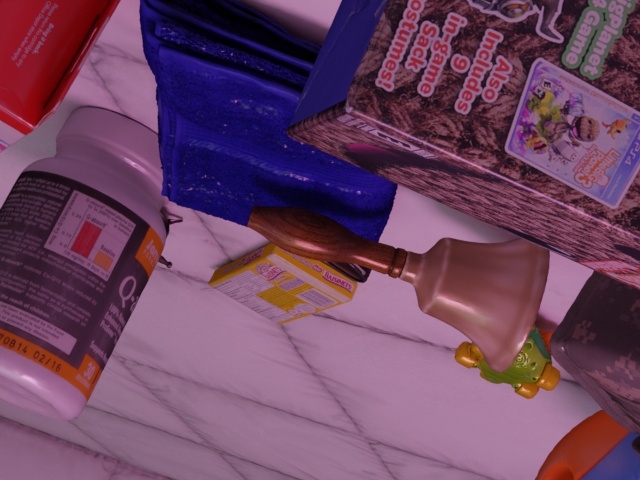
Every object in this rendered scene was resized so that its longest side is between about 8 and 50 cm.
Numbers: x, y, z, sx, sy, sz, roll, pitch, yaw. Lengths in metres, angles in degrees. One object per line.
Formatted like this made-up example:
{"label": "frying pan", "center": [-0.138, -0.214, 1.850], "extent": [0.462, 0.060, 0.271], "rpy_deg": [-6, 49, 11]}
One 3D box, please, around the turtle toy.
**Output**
{"label": "turtle toy", "center": [0.190, 0.111, 1.276], "extent": [0.095, 0.066, 0.130], "rpy_deg": [28, 160, -5]}

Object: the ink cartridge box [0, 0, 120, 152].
{"label": "ink cartridge box", "center": [-0.253, -0.150, 1.035], "extent": [0.078, 0.134, 0.231], "rpy_deg": [34, 157, -22]}

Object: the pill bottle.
{"label": "pill bottle", "center": [-0.248, 0.020, 1.234], "extent": [0.162, 0.278, 0.162], "rpy_deg": [22, 159, 8]}

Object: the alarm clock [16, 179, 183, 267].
{"label": "alarm clock", "center": [-0.252, -0.033, 1.415], "extent": [0.192, 0.064, 0.129], "rpy_deg": [21, 159, 3]}

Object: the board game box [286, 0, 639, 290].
{"label": "board game box", "center": [0.151, -0.066, 0.650], "extent": [0.291, 0.141, 0.232], "rpy_deg": [23, 179, -7]}

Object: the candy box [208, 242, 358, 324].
{"label": "candy box", "center": [-0.047, 0.050, 1.443], "extent": [0.105, 0.027, 0.206], "rpy_deg": [33, 157, -16]}

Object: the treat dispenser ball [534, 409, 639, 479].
{"label": "treat dispenser ball", "center": [0.345, 0.297, 1.242], "extent": [0.288, 0.288, 0.288], "rpy_deg": [21, 159, 8]}

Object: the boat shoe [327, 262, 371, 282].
{"label": "boat shoe", "center": [0.000, 0.000, 1.254], "extent": [0.125, 0.038, 0.046], "rpy_deg": [31, 158, -17]}

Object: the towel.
{"label": "towel", "center": [-0.043, -0.080, 1.056], "extent": [0.227, 0.076, 0.308], "rpy_deg": [23, 159, 6]}

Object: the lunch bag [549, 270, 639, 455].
{"label": "lunch bag", "center": [0.348, 0.115, 0.958], "extent": [0.235, 0.169, 0.287], "rpy_deg": [18, 162, 44]}

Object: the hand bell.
{"label": "hand bell", "center": [0.056, 0.014, 1.061], "extent": [0.242, 0.126, 0.126], "rpy_deg": [19, 160, -6]}
